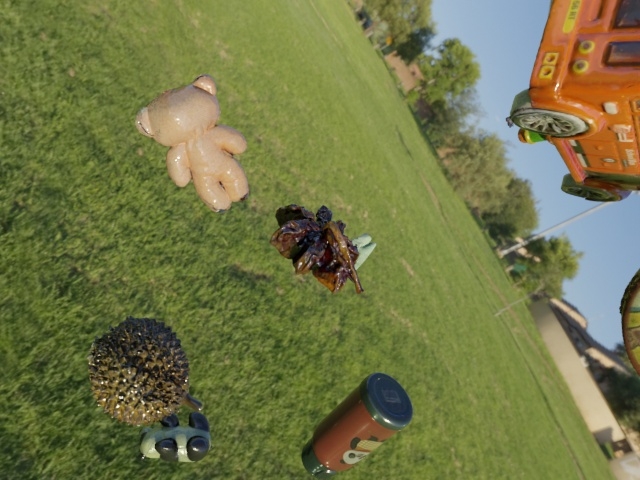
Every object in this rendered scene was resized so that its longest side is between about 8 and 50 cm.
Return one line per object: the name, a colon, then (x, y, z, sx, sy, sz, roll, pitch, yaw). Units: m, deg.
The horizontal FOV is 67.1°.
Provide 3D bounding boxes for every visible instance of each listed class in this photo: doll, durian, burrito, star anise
doll: (-0.281, -0.213, 1.126, 0.156, 0.201, 0.303, 37, -25, 56)
durian: (-0.246, 0.188, 0.686, 0.188, 0.148, 0.091, 36, -26, -3)
burrito: (0.079, 0.028, 1.170, 0.074, 0.118, 0.044, 37, -17, 20)
star anise: (0.000, 0.000, 1.033, 0.220, 0.126, 0.190, 22, 30, -24)
doll: (-0.459, 0.637, 1.536, 0.143, 0.234, 0.135, -104, -155, -58)

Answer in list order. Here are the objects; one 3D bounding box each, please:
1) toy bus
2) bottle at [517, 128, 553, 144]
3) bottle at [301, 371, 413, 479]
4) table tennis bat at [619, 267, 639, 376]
toy bus: (0.297, -0.130, 0.452, 0.329, 0.153, 0.143, 19, 87, -53)
bottle: (0.458, -0.211, 0.910, 0.069, 0.069, 0.187, 56, -22, -19)
bottle: (0.076, 0.480, 1.215, 0.144, 0.336, 0.144, 28, 31, -18)
table tennis bat: (0.476, 0.133, 0.424, 0.415, 0.268, 0.051, 38, 48, 3)
